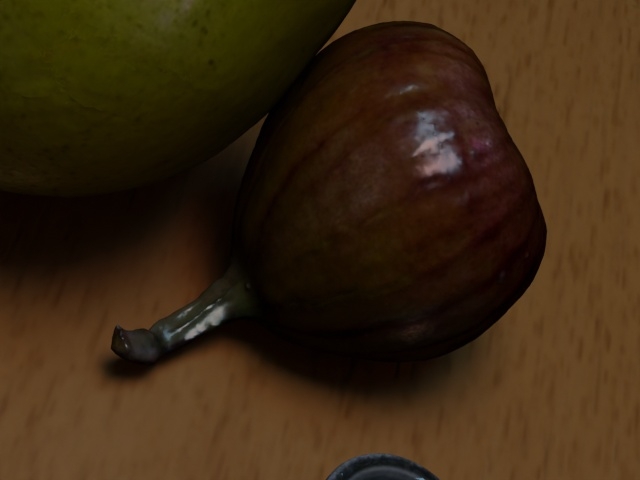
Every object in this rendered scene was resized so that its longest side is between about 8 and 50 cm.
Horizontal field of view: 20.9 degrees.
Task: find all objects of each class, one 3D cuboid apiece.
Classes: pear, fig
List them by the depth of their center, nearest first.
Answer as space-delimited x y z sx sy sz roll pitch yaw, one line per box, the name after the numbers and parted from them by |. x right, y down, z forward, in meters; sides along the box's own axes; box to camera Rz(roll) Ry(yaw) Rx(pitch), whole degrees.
-0.119 -0.155 0.788 0.294 0.294 0.294 14 48 -16 | pear
0.025 -0.002 0.831 0.149 0.202 0.148 34 9 2 | fig

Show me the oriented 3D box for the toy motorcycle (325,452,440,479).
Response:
0.059 0.184 0.633 0.127 0.205 0.275 -5 60 -28 | toy motorcycle
